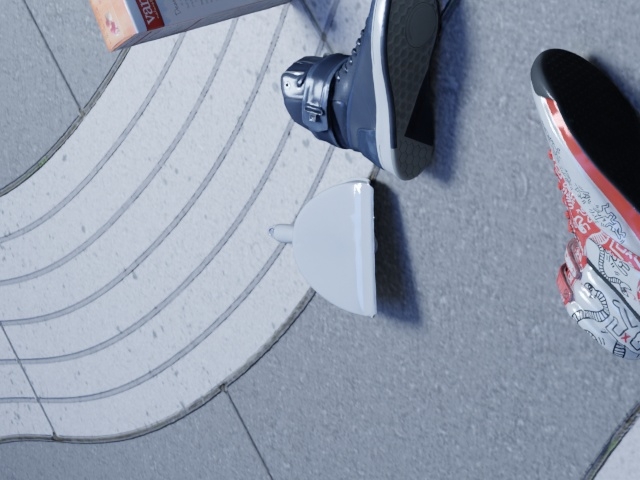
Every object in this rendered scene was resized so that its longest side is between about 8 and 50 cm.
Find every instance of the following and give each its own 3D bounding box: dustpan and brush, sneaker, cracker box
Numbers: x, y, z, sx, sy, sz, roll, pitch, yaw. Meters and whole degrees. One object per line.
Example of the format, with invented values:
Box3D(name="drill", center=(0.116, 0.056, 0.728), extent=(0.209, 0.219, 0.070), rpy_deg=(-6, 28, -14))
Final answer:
Box3D(name="dustpan and brush", center=(0.000, 0.000, 1.745), extent=(0.211, 0.060, 0.147), rpy_deg=(6, 101, 44))
Box3D(name="sneaker", center=(0.033, -0.185, 1.575), extent=(0.163, 0.086, 0.226), rpy_deg=(28, 129, 38))
Box3D(name="sneaker", center=(0.235, -0.024, 1.395), extent=(0.270, 0.090, 0.145), rpy_deg=(56, 140, 12))
Box3D(name="cracker box", center=(-0.132, -0.294, 1.607), extent=(0.067, 0.232, 0.155), rpy_deg=(-21, 90, 53))
